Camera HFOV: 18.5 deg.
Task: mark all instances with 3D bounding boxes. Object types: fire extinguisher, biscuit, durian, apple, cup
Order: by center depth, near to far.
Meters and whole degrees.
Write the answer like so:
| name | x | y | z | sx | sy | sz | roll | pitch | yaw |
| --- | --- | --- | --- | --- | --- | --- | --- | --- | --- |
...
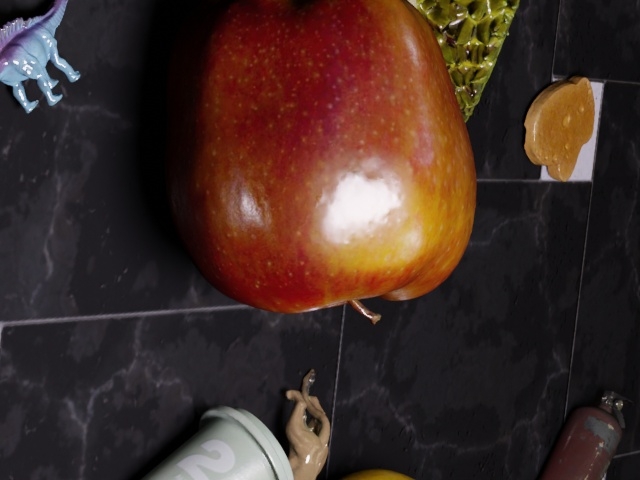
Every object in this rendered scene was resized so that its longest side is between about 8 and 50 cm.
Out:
| name | x | y | z | sx | sy | sz | roll | pitch | yaw |
| --- | --- | --- | --- | --- | --- | --- | --- | --- | --- |
| apple | -0.005 | -0.075 | 1.740 | 0.288 | 0.288 | 0.317 | -14 | 100 | -50 |
| cup | -0.108 | 0.230 | 1.822 | 0.141 | 0.120 | 0.120 | -32 | 124 | -28 |
| durian | 0.120 | -0.244 | 2.035 | 0.198 | 0.163 | 0.394 | -94 | -168 | -80 |
| biscuit | 0.279 | -0.127 | 2.305 | 0.140 | 0.023 | 0.118 | -22 | 116 | -49 |
| fire extinguisher | 0.314 | 0.289 | 2.409 | 0.089 | 0.072 | 0.268 | 51 | 58 | -38 |

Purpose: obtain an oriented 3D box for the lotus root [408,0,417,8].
| name | x | y | z | sx | sy | sz | roll | pitch | yaw |
| --- | --- | --- | --- | --- | --- | --- | --- | --- | --- |
| lotus root | 0.025 | -0.196 | 1.899 | 0.144 | 0.070 | 0.143 | 1 | 107 | -21 |

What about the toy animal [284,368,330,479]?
| name | x | y | z | sx | sy | sz | roll | pitch | yaw |
| --- | --- | --- | --- | --- | --- | --- | --- | --- | --- |
| toy animal | -0.035 | 0.220 | 1.944 | 0.069 | 0.086 | 0.220 | 57 | 37 | -46 |

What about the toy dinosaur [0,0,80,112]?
| name | x | y | z | sx | sy | sz | roll | pitch | yaw |
| --- | --- | --- | --- | --- | --- | --- | --- | --- | --- |
| toy dinosaur | -0.242 | -0.145 | 1.602 | 0.080 | 0.045 | 0.197 | 58 | 45 | -26 |

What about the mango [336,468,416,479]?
| name | x | y | z | sx | sy | sz | roll | pitch | yaw |
| --- | --- | --- | --- | --- | --- | --- | --- | --- | --- |
| mango | 0.031 | 0.360 | 1.981 | 0.317 | 0.173 | 0.211 | -56 | 138 | -38 |
